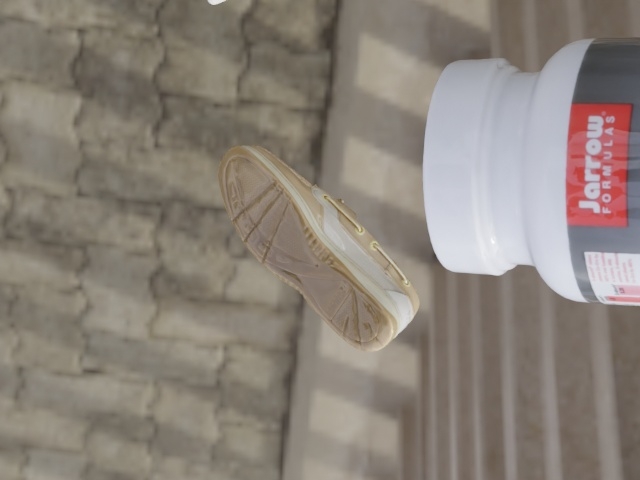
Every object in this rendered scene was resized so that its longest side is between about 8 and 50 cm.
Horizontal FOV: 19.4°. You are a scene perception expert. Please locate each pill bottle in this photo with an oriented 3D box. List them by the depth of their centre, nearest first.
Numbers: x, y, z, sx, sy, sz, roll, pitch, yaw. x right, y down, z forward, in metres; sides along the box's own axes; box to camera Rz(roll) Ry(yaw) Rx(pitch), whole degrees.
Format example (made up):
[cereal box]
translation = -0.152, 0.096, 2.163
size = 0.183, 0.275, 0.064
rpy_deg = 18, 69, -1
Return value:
[pill bottle]
translation = 0.276, -0.052, 1.439
size = 0.362, 0.210, 0.210
rpy_deg = 2, 143, 21

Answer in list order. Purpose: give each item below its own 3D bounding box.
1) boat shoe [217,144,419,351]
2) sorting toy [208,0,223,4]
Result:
[boat shoe]
translation = 0.000, 0.000, 1.264
size = 0.170, 0.059, 0.063
rpy_deg = 50, 131, 9
[sorting toy]
translation = -0.063, -0.208, 1.194
size = 0.044, 0.083, 0.075
rpy_deg = -13, 142, -16
